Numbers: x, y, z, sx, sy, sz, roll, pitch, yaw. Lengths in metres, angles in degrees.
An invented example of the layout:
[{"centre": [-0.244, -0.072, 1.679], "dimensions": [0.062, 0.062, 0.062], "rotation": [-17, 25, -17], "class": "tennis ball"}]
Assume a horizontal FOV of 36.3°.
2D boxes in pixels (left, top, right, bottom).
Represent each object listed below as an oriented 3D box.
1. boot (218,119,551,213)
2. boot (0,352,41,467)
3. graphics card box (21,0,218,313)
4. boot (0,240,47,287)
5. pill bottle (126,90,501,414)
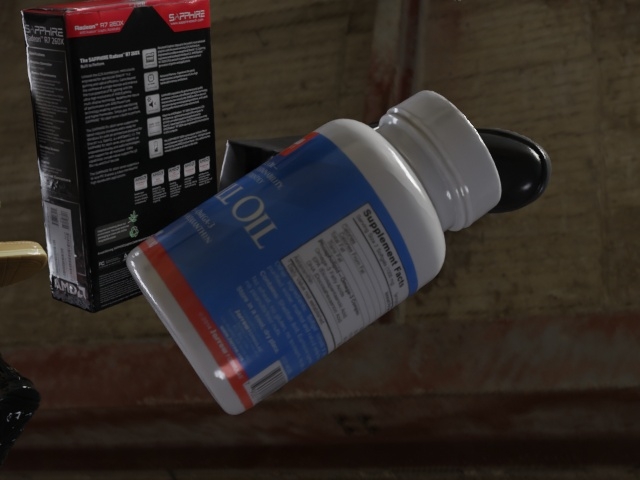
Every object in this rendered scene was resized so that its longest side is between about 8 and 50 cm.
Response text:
[{"centre": [0.112, -0.103, 1.521], "dimensions": [0.367, 0.445, 0.146], "rotation": [10, -78, 31], "class": "boot"}, {"centre": [-0.494, 0.227, 1.288], "dimensions": [0.207, 0.094, 0.246], "rotation": [37, -89, 38], "class": "boot"}, {"centre": [-0.240, -0.118, 1.237], "dimensions": [0.094, 0.371, 0.232], "rotation": [13, -156, 37], "class": "graphics card box"}, {"centre": [-0.603, -0.015, 1.620], "dimensions": [0.262, 0.095, 0.203], "rotation": [-9, -123, -30], "class": "boot"}, {"centre": [0.000, 0.000, 0.621], "dimensions": [0.221, 0.124, 0.124], "rotation": [-34, -130, -12], "class": "pill bottle"}]
